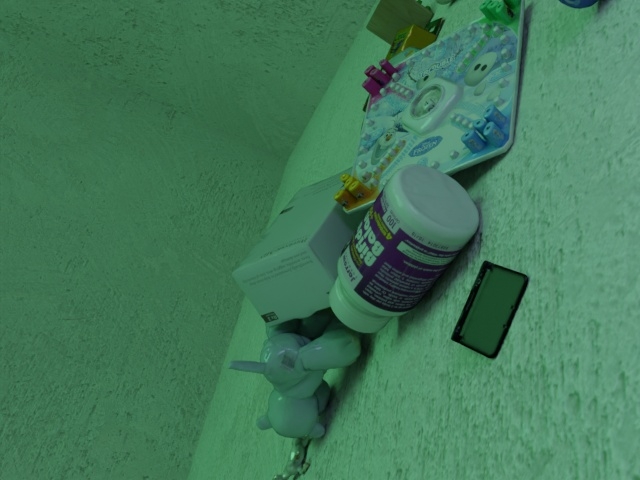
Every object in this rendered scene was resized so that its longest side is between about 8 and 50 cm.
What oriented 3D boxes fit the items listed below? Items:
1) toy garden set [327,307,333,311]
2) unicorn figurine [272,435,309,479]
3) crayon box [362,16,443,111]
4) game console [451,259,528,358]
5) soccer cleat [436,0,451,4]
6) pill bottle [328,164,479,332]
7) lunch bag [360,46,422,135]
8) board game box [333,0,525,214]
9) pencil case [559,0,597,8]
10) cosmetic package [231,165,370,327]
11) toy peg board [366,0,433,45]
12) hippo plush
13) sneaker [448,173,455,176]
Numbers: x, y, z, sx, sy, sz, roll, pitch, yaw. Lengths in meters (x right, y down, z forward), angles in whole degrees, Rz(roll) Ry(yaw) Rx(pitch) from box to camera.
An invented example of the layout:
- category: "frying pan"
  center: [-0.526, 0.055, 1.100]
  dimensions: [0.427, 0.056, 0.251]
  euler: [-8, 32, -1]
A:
- category: "toy garden set"
  center: [0.037, 0.107, 1.934]
  dimensions: [0.244, 0.049, 0.204]
  euler: [-115, 49, -76]
- category: "unicorn figurine"
  center: [-0.058, 0.473, 1.626]
  dimensions: [0.162, 0.060, 0.111]
  euler: [-54, 1, -37]
- category: "crayon box"
  center: [0.236, -0.507, 2.173]
  dimensions: [0.202, 0.081, 0.319]
  euler: [-123, 58, -78]
- category: "game console"
  center: [0.239, 0.098, 1.046]
  dimensions: [0.122, 0.071, 0.107]
  euler: [-66, -20, -1]
- category: "soccer cleat"
  center: [0.354, -0.678, 1.999]
  dimensions: [0.196, 0.068, 0.076]
  euler: [150, 140, -68]
- category: "pill bottle"
  center: [0.131, 0.027, 1.309]
  dimensions: [0.169, 0.169, 0.302]
  euler: [-79, 16, -49]
- category: "lunch bag"
  center: [0.200, -0.317, 1.739]
  dimensions: [0.223, 0.160, 0.262]
  euler: [-93, 23, -69]
- category: "board game box"
  center: [0.206, -0.270, 1.450]
  dimensions: [0.389, 0.050, 0.390]
  euler: [-22, 44, 43]
- category: "pencil case"
  center: [0.426, -0.470, 1.039]
  dimensions: [0.133, 0.119, 0.306]
  euler: [-61, 5, -37]
- category: "cosmetic package"
  center: [0.000, 0.000, 1.617]
  dimensions: [0.217, 0.156, 0.385]
  euler: [-22, 18, 31]
- category: "toy peg board"
  center: [0.254, -0.692, 2.315]
  dimensions: [0.079, 0.161, 0.161]
  euler: [-52, -4, -47]
- category: "hippo plush"
  center: [-0.023, 0.297, 1.560]
  dimensions: [0.294, 0.234, 0.237]
  euler: [-54, -38, -66]
- category: "sneaker"
  center: [0.197, -0.137, 1.546]
  dimensions: [0.297, 0.110, 0.130]
  euler: [5, 112, 65]
